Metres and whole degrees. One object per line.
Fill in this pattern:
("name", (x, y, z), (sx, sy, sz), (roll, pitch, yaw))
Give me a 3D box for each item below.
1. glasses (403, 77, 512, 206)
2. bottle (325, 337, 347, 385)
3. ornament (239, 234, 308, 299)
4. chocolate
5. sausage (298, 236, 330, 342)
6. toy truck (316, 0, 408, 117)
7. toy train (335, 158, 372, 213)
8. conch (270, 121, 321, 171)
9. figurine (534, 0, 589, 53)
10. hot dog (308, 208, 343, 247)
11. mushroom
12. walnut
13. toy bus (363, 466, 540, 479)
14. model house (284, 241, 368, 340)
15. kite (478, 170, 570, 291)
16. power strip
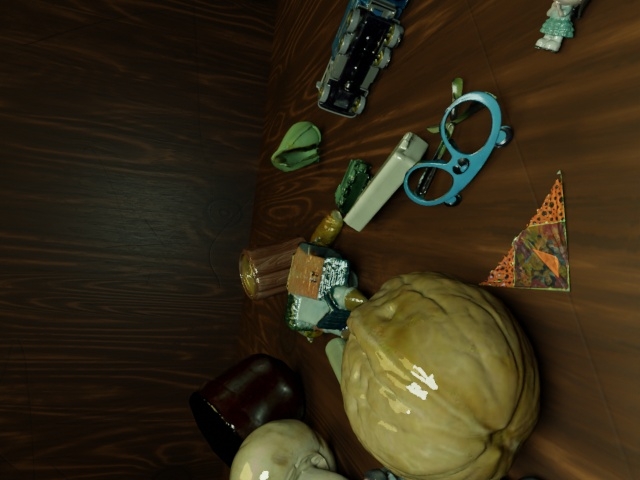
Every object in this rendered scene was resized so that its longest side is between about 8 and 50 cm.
("glasses", (0.224, -0.195, 0.761), (0.239, 0.102, 0.207), (115, 153, -43))
("bottle", (0.073, 0.339, 1.064), (0.201, 0.072, 0.072), (-125, 45, -63))
("ornament", (-0.153, 0.092, 1.412), (0.221, 0.217, 0.235), (66, 150, 24))
("chocolate", (-0.230, 0.587, 1.450), (0.383, 0.331, 0.384), (24, 130, 33))
("sausage", (-0.026, 0.159, 1.303), (0.123, 0.123, 0.347), (-156, 69, -70))
("toy truck", (0.110, -0.534, 1.141), (0.367, 0.146, 0.175), (122, 156, -46))
("toy train", (0.093, -0.158, 1.177), (0.111, 0.071, 0.170), (-94, 21, -47))
("conch", (-0.078, -0.346, 1.562), (0.137, 0.143, 0.250), (-8, 45, 26))
("figurine", (0.339, -0.315, 0.561), (0.060, 0.047, 0.106), (-98, 20, -58))
("hot dog", (0.000, 0.001, 1.389), (0.289, 0.068, 0.083), (121, 142, -48))
("mushroom", (-0.084, 0.642, 1.033), (0.353, 0.325, 0.353), (-59, 6, 11))
("walnut", (0.158, 0.187, 0.603), (0.313, 0.252, 0.277), (-149, 65, -69))
("toy bus", (0.192, 0.433, 0.557), (0.287, 0.194, 0.232), (156, 106, -67))
("model house", (0.046, 0.150, 1.103), (0.291, 0.184, 0.253), (9, 86, 57))
("kite", (0.312, 0.028, 0.581), (0.125, 0.008, 0.222), (-107, 30, -48))
("power strip", (0.144, -0.125, 0.980), (0.098, 0.058, 0.338), (-57, 3, -35))
